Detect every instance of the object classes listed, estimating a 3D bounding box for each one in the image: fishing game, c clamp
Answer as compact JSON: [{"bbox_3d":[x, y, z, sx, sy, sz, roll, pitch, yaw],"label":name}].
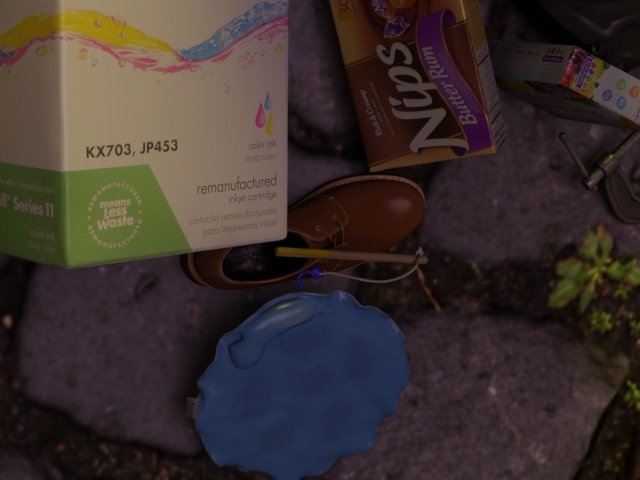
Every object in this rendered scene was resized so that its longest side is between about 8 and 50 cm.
[{"bbox_3d":[-0.019,0.117,1.391,0.189,0.041,0.264,-1,118,-26],"label":"fishing game"},{"bbox_3d":[0.291,-0.084,1.508,0.161,0.022,0.137,-39,126,-16],"label":"c clamp"}]

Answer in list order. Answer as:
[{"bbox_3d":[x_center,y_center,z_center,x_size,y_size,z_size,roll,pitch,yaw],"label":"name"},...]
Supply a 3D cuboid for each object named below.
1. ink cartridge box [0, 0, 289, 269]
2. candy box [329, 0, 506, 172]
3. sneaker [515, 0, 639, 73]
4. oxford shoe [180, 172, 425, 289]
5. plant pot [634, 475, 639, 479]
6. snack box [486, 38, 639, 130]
[{"bbox_3d":[-0.133,-0.170,1.234,0.207,0.119,0.353,-9,103,-41],"label":"ink cartridge box"},{"bbox_3d":[0.074,-0.154,1.365,0.109,0.053,0.186,-7,106,20],"label":"candy box"},{"bbox_3d":[0.223,-0.201,1.428,0.286,0.109,0.130,9,102,-23],"label":"sneaker"},{"bbox_3d":[0.000,0.000,1.377,0.212,0.076,0.076,-18,105,-22],"label":"oxford shoe"},{"bbox_3d":[0.464,0.206,1.534,0.265,0.272,0.272,-47,114,-18],"label":"plant pot"},{"bbox_3d":[0.202,-0.128,1.407,0.100,0.141,0.037,22,89,-26],"label":"snack box"}]
